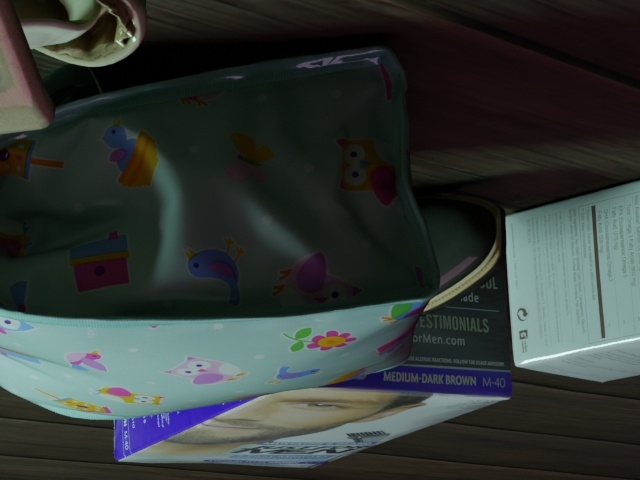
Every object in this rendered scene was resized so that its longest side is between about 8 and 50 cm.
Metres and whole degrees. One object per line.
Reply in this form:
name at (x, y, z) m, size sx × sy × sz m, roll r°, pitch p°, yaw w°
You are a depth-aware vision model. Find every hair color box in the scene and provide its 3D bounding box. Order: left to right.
hair color box at (-0.018, 0.100, 1.495) m, size 0.185 × 0.110 × 0.339 m, roll 5°, pitch 162°, yaw -25°

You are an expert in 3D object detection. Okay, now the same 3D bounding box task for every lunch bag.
lunch bag at (-0.083, 0.006, 1.015) m, size 0.262 × 0.160 × 0.223 m, roll -8°, pitch 167°, yaw -3°

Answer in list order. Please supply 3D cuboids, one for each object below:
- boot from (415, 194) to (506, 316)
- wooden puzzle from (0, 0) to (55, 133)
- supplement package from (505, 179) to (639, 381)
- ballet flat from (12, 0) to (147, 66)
boot at (0.000, 0.000, 1.187) m, size 0.198 × 0.077 × 0.137 m, roll -13°, pitch 158°, yaw 29°
wooden puzzle at (-0.217, -0.114, 0.602) m, size 0.221 × 0.044 × 0.238 m, roll -6°, pitch 134°, yaw 11°
supplement package at (0.221, 0.022, 1.242) m, size 0.179 × 0.105 × 0.105 m, roll -15°, pitch 161°, yaw 39°
ballet flat at (-0.155, -0.113, 0.685) m, size 0.086 × 0.086 × 0.248 m, roll -16°, pitch 161°, yaw 40°
